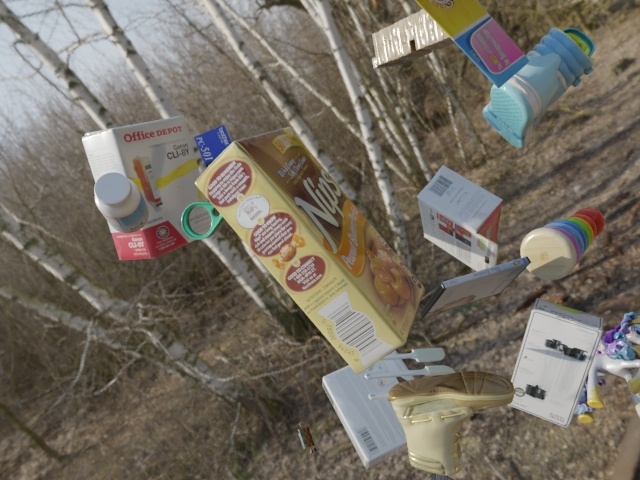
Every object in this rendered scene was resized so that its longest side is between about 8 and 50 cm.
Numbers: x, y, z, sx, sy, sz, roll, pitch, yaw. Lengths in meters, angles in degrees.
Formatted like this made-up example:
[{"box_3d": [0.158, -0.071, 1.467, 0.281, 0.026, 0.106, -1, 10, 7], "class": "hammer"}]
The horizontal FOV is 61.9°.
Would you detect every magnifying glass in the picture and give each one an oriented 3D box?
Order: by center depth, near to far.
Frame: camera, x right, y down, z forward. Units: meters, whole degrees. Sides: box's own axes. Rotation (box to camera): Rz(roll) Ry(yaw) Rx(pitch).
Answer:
[{"box_3d": [-0.241, -0.073, 1.288, 0.231, 0.092, 0.026, -23, -2, 21], "class": "magnifying glass"}]

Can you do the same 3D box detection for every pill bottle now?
[{"box_3d": [-0.406, -0.077, 1.088, 0.087, 0.087, 0.160, -39, -8, -17], "class": "pill bottle"}]

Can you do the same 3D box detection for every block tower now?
[{"box_3d": [0.261, -0.531, 1.375, 0.091, 0.097, 0.336, -14, 8, -29], "class": "block tower"}]

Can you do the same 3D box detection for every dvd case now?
[{"box_3d": [0.390, 0.121, 1.359, 0.253, 0.022, 0.180, -15, -28, -17], "class": "dvd case"}]

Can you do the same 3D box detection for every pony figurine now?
[{"box_3d": [0.898, 0.395, 1.704, 0.351, 0.303, 0.363, -21, 30, 45], "class": "pony figurine"}]

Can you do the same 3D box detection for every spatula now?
[{"box_3d": [0.213, 0.318, 1.277, 0.242, 0.019, 0.168, -1, 33, -14], "class": "spatula"}]

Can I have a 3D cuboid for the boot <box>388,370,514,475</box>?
[{"box_3d": [0.296, 0.397, 1.149, 0.262, 0.203, 0.095, -12, 11, 19], "class": "boot"}]

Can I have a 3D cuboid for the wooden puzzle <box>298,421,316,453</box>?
[{"box_3d": [-0.037, 0.511, 1.382, 0.006, 0.083, 0.049, -32, -25, 20], "class": "wooden puzzle"}]

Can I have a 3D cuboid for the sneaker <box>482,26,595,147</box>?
[{"box_3d": [0.450, -0.311, 1.090, 0.208, 0.127, 0.319, -44, -8, 8], "class": "sneaker"}]

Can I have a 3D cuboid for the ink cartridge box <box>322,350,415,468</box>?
[{"box_3d": [0.170, 0.465, 1.522, 0.239, 0.275, 0.060, -20, -39, -17], "class": "ink cartridge box"}]

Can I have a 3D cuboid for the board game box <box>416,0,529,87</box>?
[{"box_3d": [0.193, -0.419, 0.893, 0.064, 0.317, 0.242, -42, 28, 25], "class": "board game box"}]

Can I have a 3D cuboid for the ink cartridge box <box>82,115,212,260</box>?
[{"box_3d": [-0.510, -0.165, 1.623, 0.161, 0.384, 0.279, -3, 17, 35], "class": "ink cartridge box"}]

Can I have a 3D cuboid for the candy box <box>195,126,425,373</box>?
[{"box_3d": [0.000, 0.000, 0.722, 0.088, 0.316, 0.183, -39, 2, 24], "class": "candy box"}]

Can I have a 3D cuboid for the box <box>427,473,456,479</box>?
[{"box_3d": [0.391, 0.777, 1.435, 0.165, 0.271, 0.143, -67, -6, 22], "class": "box"}]

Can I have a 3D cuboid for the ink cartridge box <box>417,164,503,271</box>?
[{"box_3d": [0.447, -0.043, 1.609, 0.130, 0.272, 0.309, -50, -25, -8], "class": "ink cartridge box"}]

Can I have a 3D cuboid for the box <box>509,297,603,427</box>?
[{"box_3d": [0.600, 0.314, 1.380, 0.169, 0.289, 0.087, 16, 21, 25], "class": "box"}]

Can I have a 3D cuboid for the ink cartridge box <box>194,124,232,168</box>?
[{"box_3d": [-0.280, -0.221, 1.536, 0.097, 0.207, 0.046, -24, -14, -4], "class": "ink cartridge box"}]

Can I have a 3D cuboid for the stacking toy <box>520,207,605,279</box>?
[{"box_3d": [0.680, -0.010, 1.461, 0.330, 0.141, 0.141, -24, -2, -42], "class": "stacking toy"}]
